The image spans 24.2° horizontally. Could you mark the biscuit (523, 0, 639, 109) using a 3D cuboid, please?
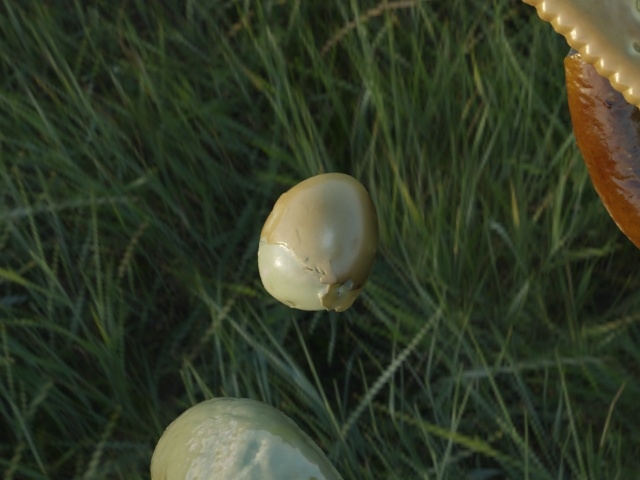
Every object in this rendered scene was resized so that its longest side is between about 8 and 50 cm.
[{"bbox_3d":[0.277,-0.153,1.110,0.250,0.030,0.160,44,64,4],"label":"biscuit"}]

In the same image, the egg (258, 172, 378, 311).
[{"bbox_3d":[0.000,0.000,0.885,0.071,0.071,0.083,14,77,13],"label":"egg"}]

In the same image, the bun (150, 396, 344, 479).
[{"bbox_3d":[-0.070,0.328,1.353,0.219,0.365,0.365,-27,64,-26],"label":"bun"}]

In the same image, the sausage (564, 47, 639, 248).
[{"bbox_3d":[0.319,-0.080,1.496,0.103,0.302,0.076,-23,24,14],"label":"sausage"}]
